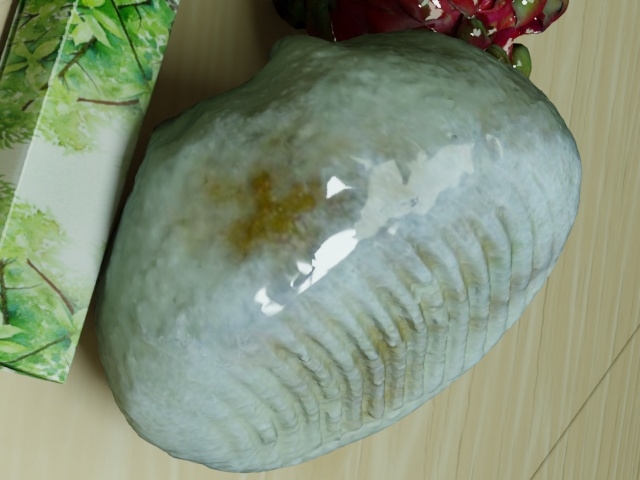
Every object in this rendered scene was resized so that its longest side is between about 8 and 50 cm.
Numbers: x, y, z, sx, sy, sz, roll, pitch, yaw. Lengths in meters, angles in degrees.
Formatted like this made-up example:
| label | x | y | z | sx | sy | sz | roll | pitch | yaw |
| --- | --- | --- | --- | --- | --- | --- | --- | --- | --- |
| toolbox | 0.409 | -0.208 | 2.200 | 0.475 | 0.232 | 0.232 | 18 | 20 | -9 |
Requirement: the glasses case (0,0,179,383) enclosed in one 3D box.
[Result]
| label | x | y | z | sx | sy | sz | roll | pitch | yaw |
| --- | --- | --- | --- | --- | --- | --- | --- | --- | --- |
| glasses case | -0.169 | -0.055 | 1.048 | 0.095 | 0.062 | 0.272 | 30 | 72 | -51 |

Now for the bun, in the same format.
| label | x | y | z | sx | sy | sz | roll | pitch | yaw |
| --- | --- | --- | --- | --- | --- | --- | --- | --- | --- |
| bun | 0.000 | 0.000 | 1.153 | 0.362 | 0.211 | 0.362 | -32 | 156 | -17 |

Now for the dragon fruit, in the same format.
| label | x | y | z | sx | sy | sz | roll | pitch | yaw |
| --- | --- | --- | --- | --- | --- | --- | --- | --- | --- |
| dragon fruit | 0.077 | -0.172 | 1.279 | 0.198 | 0.218 | 0.273 | -110 | -170 | -56 |
